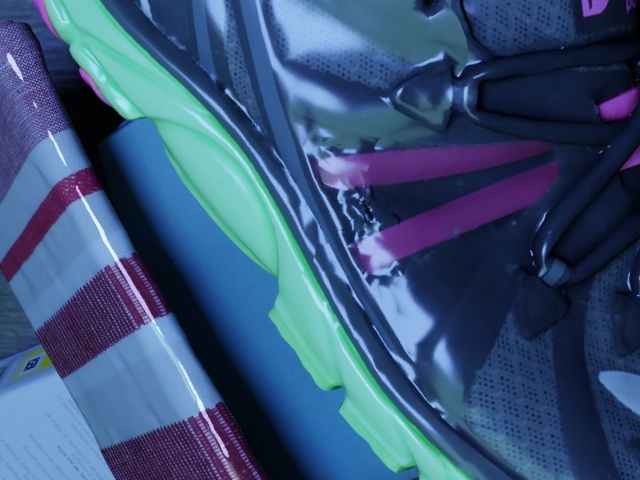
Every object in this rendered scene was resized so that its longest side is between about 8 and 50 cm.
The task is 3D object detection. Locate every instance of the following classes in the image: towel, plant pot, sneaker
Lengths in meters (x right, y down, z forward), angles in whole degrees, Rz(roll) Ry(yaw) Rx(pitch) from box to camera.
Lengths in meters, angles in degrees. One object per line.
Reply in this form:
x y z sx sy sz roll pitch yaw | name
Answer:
-0.109 0.058 0.846 0.329 0.037 0.237 61 159 1 | towel
0.000 0.000 0.847 0.165 0.166 0.234 -29 104 31 | plant pot
0.073 -0.037 0.642 0.483 0.185 0.202 47 116 -2 | sneaker

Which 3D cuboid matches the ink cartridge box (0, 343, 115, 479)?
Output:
-0.098 0.189 1.065 0.307 0.072 0.304 -21 117 30 | ink cartridge box
